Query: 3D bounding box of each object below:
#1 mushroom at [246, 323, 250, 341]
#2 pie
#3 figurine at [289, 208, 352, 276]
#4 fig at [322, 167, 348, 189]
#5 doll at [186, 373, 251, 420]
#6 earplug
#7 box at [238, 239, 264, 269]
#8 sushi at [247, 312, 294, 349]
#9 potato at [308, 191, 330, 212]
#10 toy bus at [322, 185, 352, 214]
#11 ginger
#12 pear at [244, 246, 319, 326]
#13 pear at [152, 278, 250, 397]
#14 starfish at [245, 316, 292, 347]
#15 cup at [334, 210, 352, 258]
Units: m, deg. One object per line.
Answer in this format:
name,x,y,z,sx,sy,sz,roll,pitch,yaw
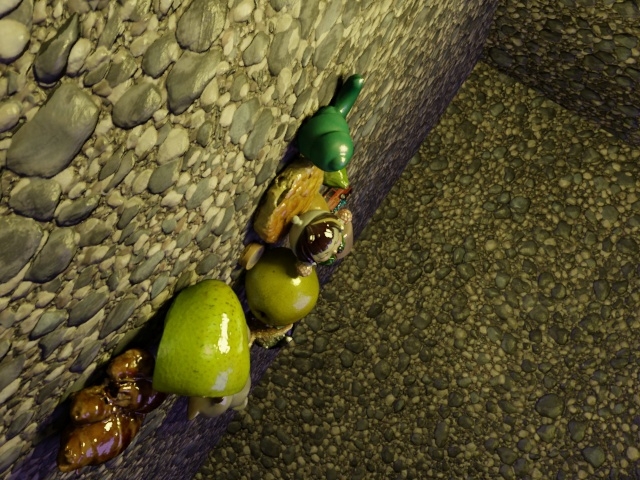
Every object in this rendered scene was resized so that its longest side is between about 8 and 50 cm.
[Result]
mushroom,-0.354,0.342,1.830,0.207,0.209,0.206,-13,131,-16
pie,-0.098,-0.132,1.701,0.339,0.083,0.339,-52,169,-14
figurine,0.000,0.000,1.798,0.281,0.167,0.370,-53,160,-1
fig,0.049,-0.240,1.836,0.123,0.156,0.123,-47,163,-19
doll,-0.436,0.638,2.234,0.215,0.225,0.370,-27,163,11
earplug,0.049,-0.331,1.545,0.258,0.280,0.164,-22,148,7
box,-0.236,0.050,1.775,0.105,0.037,0.105,-53,168,-16
sushi,-0.222,0.383,2.384,0.239,0.224,0.219,-22,175,-4
potato,-0.036,-0.089,1.942,0.203,0.158,0.178,-55,169,21
toy bus,0.041,-0.155,2.207,0.235,0.096,0.073,-51,167,-21
ginger,-0.532,0.436,1.336,0.357,0.153,0.274,-51,168,-33
pear,-0.145,0.171,1.904,0.294,0.294,0.294,-53,169,-15
pear,-0.312,0.267,1.459,0.342,0.239,0.317,71,23,-83
starfish,-0.261,0.337,1.996,0.299,0.303,0.060,-44,125,-38
cup,0.064,-0.060,2.436,0.200,0.192,0.252,86,10,-68
